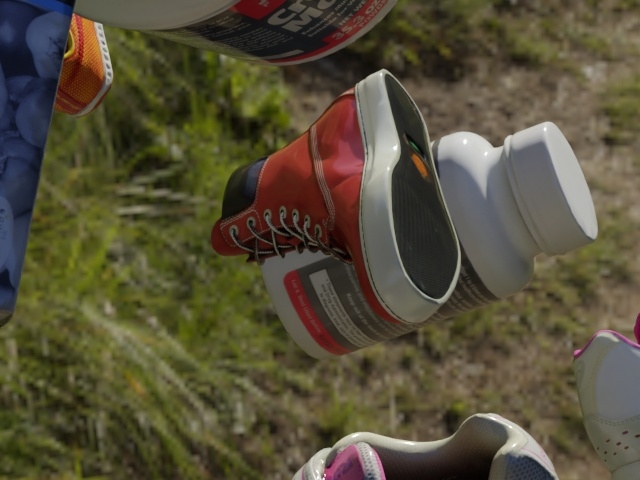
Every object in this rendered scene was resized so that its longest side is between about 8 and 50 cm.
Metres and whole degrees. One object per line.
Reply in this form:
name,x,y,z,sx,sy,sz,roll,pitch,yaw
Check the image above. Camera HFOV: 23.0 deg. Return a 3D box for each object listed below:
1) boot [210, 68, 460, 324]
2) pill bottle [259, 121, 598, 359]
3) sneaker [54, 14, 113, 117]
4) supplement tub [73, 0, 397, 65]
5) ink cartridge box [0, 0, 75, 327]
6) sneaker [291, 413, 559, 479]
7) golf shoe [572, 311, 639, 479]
boot,0.000,0.000,1.121,0.176,0.088,0.244,-31,34,18
pill bottle,0.111,-0.006,1.608,0.318,0.176,0.176,-21,17,21
sneaker,-0.183,-0.161,1.042,0.064,0.067,0.175,-36,53,17
supplement tub,-0.064,-0.202,0.860,0.191,0.191,0.272,6,3,21
ink cartridge box,-0.200,-0.088,0.596,0.208,0.206,0.045,16,-24,-21
sneaker,0.004,0.148,0.729,0.252,0.111,0.103,-21,30,-10
golf shoe,0.302,0.081,1.074,0.306,0.115,0.140,-18,71,-32
